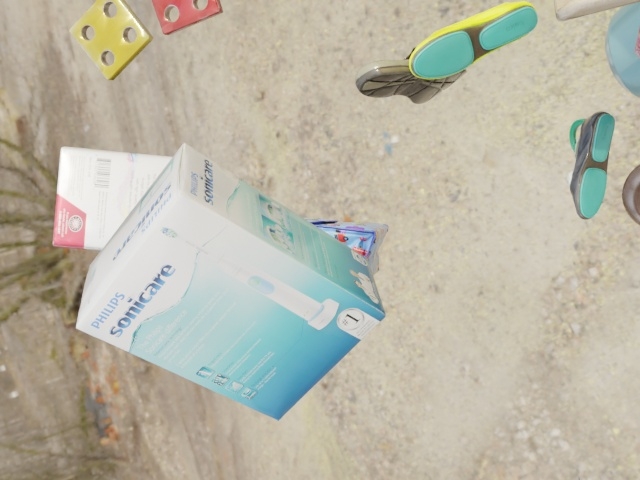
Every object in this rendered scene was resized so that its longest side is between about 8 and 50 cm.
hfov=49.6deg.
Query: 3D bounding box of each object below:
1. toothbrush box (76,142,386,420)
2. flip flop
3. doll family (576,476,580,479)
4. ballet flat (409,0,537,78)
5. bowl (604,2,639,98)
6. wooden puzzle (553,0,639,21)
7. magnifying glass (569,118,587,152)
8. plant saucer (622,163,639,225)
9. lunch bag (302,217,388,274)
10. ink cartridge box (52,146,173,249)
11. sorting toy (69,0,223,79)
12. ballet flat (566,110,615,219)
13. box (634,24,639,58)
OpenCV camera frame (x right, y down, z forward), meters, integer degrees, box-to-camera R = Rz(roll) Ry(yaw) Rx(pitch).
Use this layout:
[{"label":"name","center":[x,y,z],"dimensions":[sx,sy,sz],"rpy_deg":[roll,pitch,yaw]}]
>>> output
[{"label":"toothbrush box","center":[-0.105,0.061,0.843],"dimensions":[0.216,0.295,0.126],"rpy_deg":[-48,29,21]},{"label":"flip flop","center":[0.159,-0.301,1.225],"dimensions":[0.112,0.277,0.080],"rpy_deg":[-34,72,44]},{"label":"doll family","center":[0.203,0.238,0.520],"dimensions":[0.076,0.111,0.193],"rpy_deg":[-124,37,-46]},{"label":"ballet flat","center":[0.245,-0.334,1.147],"dimensions":[0.077,0.230,0.077],"rpy_deg":[-116,2,-55]},{"label":"bowl","center":[0.789,-0.455,1.624],"dimensions":[0.163,0.311,0.312],"rpy_deg":[-18,89,51]},{"label":"wooden puzzle","center":[0.457,-0.428,0.898],"dimensions":[0.348,0.322,0.081],"rpy_deg":[-77,-31,-44]},{"label":"magnifying glass","center":[0.713,-0.209,1.839],"dimensions":[0.092,0.026,0.231],"rpy_deg":[166,93,-72]},{"label":"plant saucer","center":[0.828,-0.104,1.659],"dimensions":[0.198,0.036,0.199],"rpy_deg":[11,117,24]},{"label":"lunch bag","center":[0.000,0.000,1.710],"dimensions":[0.221,0.293,0.138],"rpy_deg":[-23,-54,-76]},{"label":"ink cartridge box","center":[-0.438,-0.083,1.593],"dimensions":[0.131,0.306,0.226],"rpy_deg":[169,107,-79]},{"label":"sorting toy","center":[-0.162,-0.251,0.456],"dimensions":[0.046,0.132,0.275],"rpy_deg":[-41,-64,-70]},{"label":"ballet flat","center":[0.503,-0.140,1.304],"dimensions":[0.074,0.074,0.203],"rpy_deg":[14,95,61]},{"label":"box","center":[0.658,-0.297,1.160],"dimensions":[0.257,0.122,0.128],"rpy_deg":[65,-176,28]}]
